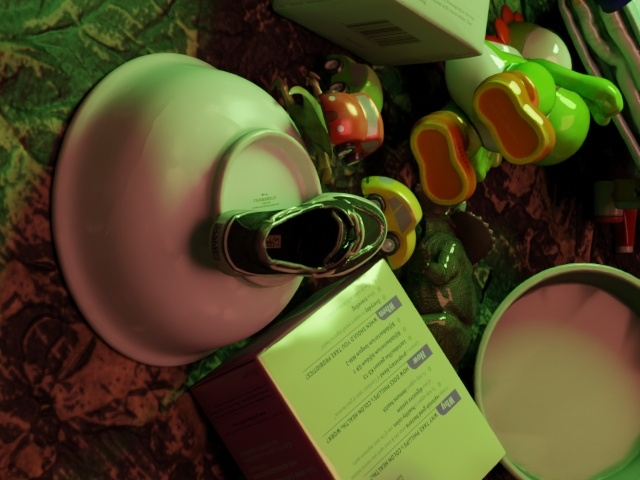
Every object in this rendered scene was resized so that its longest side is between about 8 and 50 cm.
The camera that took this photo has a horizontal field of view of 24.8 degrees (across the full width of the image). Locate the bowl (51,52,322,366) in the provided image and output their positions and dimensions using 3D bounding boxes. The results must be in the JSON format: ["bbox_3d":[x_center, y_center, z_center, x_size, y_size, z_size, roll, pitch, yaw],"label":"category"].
[{"bbox_3d":[-0.092,-0.030,1.340,0.298,0.134,0.298,1,89,-50],"label":"bowl"}]

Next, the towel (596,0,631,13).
[{"bbox_3d":[0.311,-0.439,1.634,0.308,0.076,0.228,58,36,-32],"label":"towel"}]

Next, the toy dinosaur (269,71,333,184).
[{"bbox_3d":[-0.009,-0.127,1.453,0.183,0.053,0.092,74,-10,-58],"label":"toy dinosaur"}]

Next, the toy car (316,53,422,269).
[{"bbox_3d":[0.046,-0.116,1.483,0.239,0.053,0.225,64,11,-45],"label":"toy car"}]

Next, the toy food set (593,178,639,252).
[{"bbox_3d":[0.452,-0.027,2.008,0.232,0.111,0.104,2,88,-52],"label":"toy food set"}]

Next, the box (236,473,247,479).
[{"bbox_3d":[-0.055,0.284,1.455,0.179,0.043,0.105,-44,122,-44],"label":"box"}]

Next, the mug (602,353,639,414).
[{"bbox_3d":[0.367,0.192,1.896,0.097,0.129,0.158,30,75,-11],"label":"mug"}]

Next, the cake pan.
[{"bbox_3d":[0.317,0.175,1.788,0.293,0.054,0.293,1,85,-15],"label":"cake pan"}]

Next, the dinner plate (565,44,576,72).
[{"bbox_3d":[0.304,-0.204,1.909,0.141,0.017,0.141,0,90,-49],"label":"dinner plate"}]

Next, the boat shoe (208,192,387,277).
[{"bbox_3d":[0.000,0.000,1.291,0.219,0.070,0.078,-10,97,-50],"label":"boat shoe"}]

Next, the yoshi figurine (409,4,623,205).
[{"bbox_3d":[0.236,-0.138,1.683,0.362,0.203,0.203,-47,155,-60],"label":"yoshi figurine"}]

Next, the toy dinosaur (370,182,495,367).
[{"bbox_3d":[0.123,0.078,1.611,0.160,0.121,0.313,14,76,-43],"label":"toy dinosaur"}]

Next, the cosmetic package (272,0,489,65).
[{"bbox_3d":[0.089,-0.390,1.541,0.197,0.155,0.365,22,72,-49],"label":"cosmetic package"}]

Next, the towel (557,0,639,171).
[{"bbox_3d":[0.438,-0.221,1.885,0.374,0.090,0.320,64,30,-12],"label":"towel"}]

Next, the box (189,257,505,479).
[{"bbox_3d":[0.031,0.180,1.442,0.213,0.117,0.243,-37,95,-44],"label":"box"}]
